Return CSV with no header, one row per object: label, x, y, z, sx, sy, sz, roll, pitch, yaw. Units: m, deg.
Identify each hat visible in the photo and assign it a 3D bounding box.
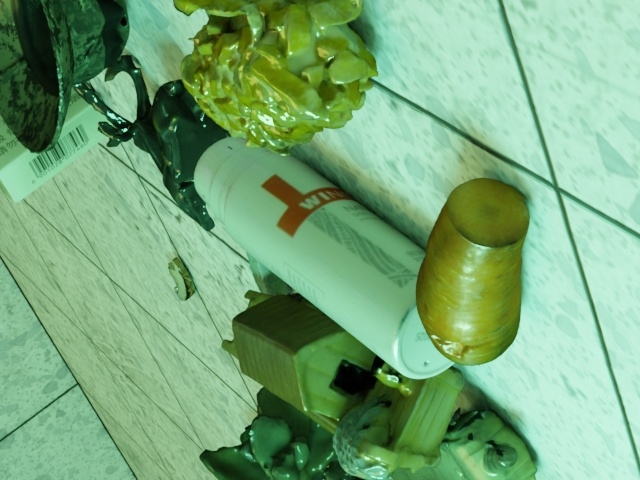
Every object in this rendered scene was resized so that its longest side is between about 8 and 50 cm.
hat,-0.272,-0.228,1.700,0.265,0.128,0.265,36,135,45

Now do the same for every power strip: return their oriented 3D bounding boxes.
power strip,0.137,0.225,1.652,0.092,0.066,0.387,54,167,3

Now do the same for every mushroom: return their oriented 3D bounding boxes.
mushroom,-0.194,0.054,2.303,0.049,0.019,0.101,47,161,19

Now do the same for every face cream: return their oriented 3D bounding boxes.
face cream,0.000,0.000,1.487,0.345,0.102,0.102,37,158,42

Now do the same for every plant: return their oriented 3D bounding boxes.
plant,-0.019,0.316,1.997,0.213,0.215,0.312,33,150,33

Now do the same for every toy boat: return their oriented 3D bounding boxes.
toy boat,-0.003,0.127,1.635,0.162,0.136,0.445,23,179,-21

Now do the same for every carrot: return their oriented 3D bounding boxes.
carrot,0.114,0.024,1.251,0.087,0.087,0.193,45,160,28

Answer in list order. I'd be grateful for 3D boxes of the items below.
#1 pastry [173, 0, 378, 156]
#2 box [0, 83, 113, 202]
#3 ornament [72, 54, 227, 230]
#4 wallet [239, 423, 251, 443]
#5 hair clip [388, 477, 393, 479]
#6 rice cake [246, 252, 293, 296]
pastry,-0.038,-0.144,1.279,0.154,0.102,0.250,51,166,-4
box,-0.406,-0.183,2.133,0.256,0.164,0.069,42,163,33
ornament,-0.187,-0.140,1.754,0.236,0.080,0.202,45,158,34
wallet,-0.036,0.370,2.476,0.236,0.055,0.160,53,158,3
hair clip,0.054,0.195,1.855,0.173,0.049,0.049,62,163,-10
rice cake,-0.063,0.012,1.813,0.033,0.033,0.207,45,163,30
